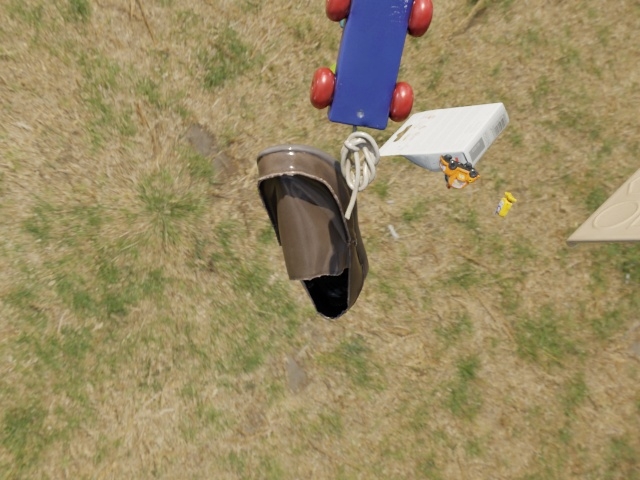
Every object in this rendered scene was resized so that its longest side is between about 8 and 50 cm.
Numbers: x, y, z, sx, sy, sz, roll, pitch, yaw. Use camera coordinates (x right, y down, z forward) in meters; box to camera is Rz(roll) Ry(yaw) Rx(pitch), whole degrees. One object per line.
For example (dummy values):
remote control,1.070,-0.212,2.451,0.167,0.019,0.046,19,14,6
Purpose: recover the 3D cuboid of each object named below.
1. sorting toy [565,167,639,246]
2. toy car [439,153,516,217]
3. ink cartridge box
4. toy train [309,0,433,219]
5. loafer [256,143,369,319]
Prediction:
sorting toy,0.462,-0.052,0.922,0.193,0.208,0.038,-39,99,-19
toy car,0.195,-0.069,0.887,0.060,0.122,0.041,11,117,-29
ink cartridge box,0.195,-0.163,1.109,0.145,0.179,0.045,-47,121,-33
toy train,0.035,-0.162,0.747,0.105,0.143,0.248,8,108,-10
loafer,0.000,0.000,1.067,0.133,0.366,0.130,-7,50,20
